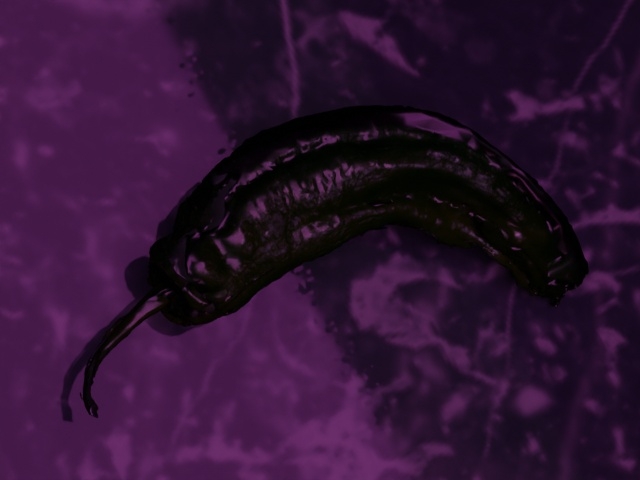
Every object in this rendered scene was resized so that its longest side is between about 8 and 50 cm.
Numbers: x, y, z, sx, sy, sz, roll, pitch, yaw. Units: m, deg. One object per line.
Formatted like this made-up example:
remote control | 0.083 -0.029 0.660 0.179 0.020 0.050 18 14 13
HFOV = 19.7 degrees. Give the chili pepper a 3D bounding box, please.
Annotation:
chili pepper | 0.000 -0.001 0.924 0.278 0.065 0.122 -13 83 -18
